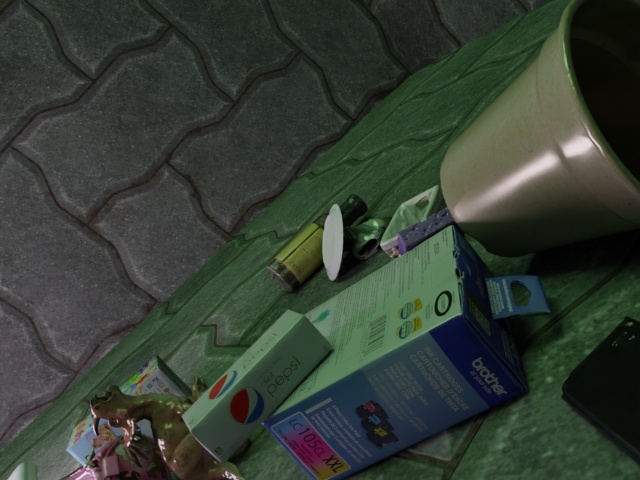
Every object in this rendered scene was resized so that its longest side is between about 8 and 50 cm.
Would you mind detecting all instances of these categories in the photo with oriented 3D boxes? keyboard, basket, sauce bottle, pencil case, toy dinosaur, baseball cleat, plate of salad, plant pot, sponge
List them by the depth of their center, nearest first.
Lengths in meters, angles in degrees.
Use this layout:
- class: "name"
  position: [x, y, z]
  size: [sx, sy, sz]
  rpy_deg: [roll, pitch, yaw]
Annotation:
- class: "keyboard"
  position: [0.368, 0.140, 0.529]
  size: [0.201, 0.033, 0.317]
  rpy_deg: [-46, 15, 2]
- class: "plant pot"
  position: [0.353, -0.122, 0.853]
  size: [0.334, 0.334, 0.305]
  rpy_deg: [-49, 7, -34]
- class: "sponge"
  position: [0.194, 0.018, 1.032]
  size: [0.117, 0.031, 0.210]
  rpy_deg: [-28, -27, -5]
- class: "toy dinosaur"
  position: [-0.261, 0.364, 1.077]
  size: [0.200, 0.295, 0.127]
  rpy_deg: [-40, -21, -19]
- class: "pencil case"
  position: [-0.478, 0.527, 1.189]
  size: [0.386, 0.167, 0.160]
  rpy_deg: [-36, -3, 24]
- class: "basket"
  position: [0.215, -0.018, 1.239]
  size: [0.113, 0.103, 0.167]
  rpy_deg: [-28, 19, 38]
- class: "plate of salad"
  position: [0.043, 0.005, 1.532]
  size: [0.048, 0.200, 0.200]
  rpy_deg: [3, 9, -11]
- class: "baseball cleat"
  position: [0.090, 0.007, 1.546]
  size: [0.206, 0.072, 0.109]
  rpy_deg: [-32, 26, 52]
- class: "sauce bottle"
  position: [0.000, 0.000, 1.716]
  size: [0.344, 0.111, 0.111]
  rpy_deg: [-42, 14, -15]

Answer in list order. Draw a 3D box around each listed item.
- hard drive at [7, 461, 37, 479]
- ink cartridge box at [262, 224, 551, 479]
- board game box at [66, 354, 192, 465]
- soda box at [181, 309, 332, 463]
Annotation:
- class: "hard drive"
  position: [-0.577, 0.591, 1.072]
  size: [0.203, 0.040, 0.307]
  rpy_deg: [-52, 37, 5]
- class: "ink cartridge box"
  position: [0.127, 0.146, 0.864]
  size: [0.395, 0.151, 0.270]
  rpy_deg: [-36, 15, 23]
- class: "board game box"
  position: [-0.466, 0.442, 1.472]
  size: [0.275, 0.144, 0.142]
  rpy_deg: [-42, 14, -11]
- class: "soda box"
  position: [-0.088, 0.198, 0.827]
  size: [0.216, 0.069, 0.074]
  rpy_deg: [-45, 15, -16]
